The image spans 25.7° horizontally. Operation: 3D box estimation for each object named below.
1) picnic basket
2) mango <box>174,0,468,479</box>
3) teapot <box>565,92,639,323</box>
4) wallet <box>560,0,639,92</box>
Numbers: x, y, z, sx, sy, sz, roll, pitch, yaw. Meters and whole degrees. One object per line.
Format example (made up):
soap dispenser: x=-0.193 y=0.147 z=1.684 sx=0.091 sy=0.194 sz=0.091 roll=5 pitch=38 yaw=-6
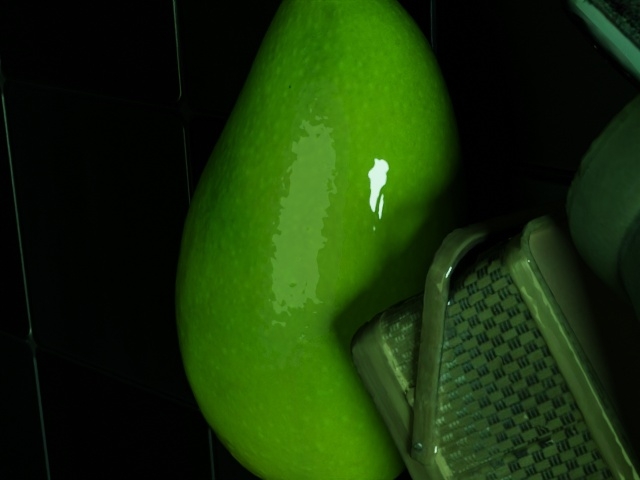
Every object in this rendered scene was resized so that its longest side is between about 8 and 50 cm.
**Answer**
picnic basket: x=0.153 y=0.108 z=0.745 sx=0.139 sy=0.165 sz=0.266 roll=-34 pitch=79 yaw=45
mango: x=0.000 y=0.000 z=0.877 sx=0.192 sy=0.156 sz=0.343 roll=21 pitch=115 yaw=32
teapot: x=0.238 y=0.111 z=0.556 sx=0.270 sy=0.200 sz=0.337 roll=80 pitch=178 yaw=-55
wallet: x=0.257 y=-0.134 z=0.489 sx=0.318 sy=0.045 sz=0.172 roll=-41 pitch=59 yaw=3
